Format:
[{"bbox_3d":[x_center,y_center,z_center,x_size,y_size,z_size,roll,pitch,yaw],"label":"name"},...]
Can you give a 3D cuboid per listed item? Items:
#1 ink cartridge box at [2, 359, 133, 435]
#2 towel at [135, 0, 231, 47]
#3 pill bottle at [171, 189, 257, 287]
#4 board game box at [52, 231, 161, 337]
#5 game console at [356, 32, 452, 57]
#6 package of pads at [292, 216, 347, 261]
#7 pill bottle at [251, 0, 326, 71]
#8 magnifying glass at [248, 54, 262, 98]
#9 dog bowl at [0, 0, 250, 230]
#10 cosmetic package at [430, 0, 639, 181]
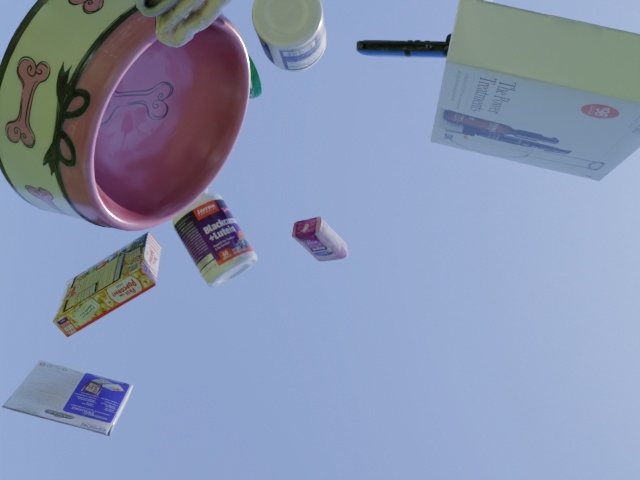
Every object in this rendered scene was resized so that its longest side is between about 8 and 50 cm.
[{"bbox_3d":[-0.502,0.324,1.624,0.208,0.206,0.045,-85,-168,-74],"label":"ink cartridge box"},{"bbox_3d":[-0.024,-0.310,0.642,0.332,0.053,0.317,-40,-152,9],"label":"towel"},{"bbox_3d":[-0.208,-0.020,1.507,0.108,0.108,0.193,-39,-102,36],"label":"pill bottle"},{"bbox_3d":[-0.387,0.078,1.489,0.193,0.045,0.147,-30,-153,10],"label":"board game box"},{"bbox_3d":[0.210,-0.415,1.466,0.250,0.293,0.173,4,-78,11],"label":"game console"},{"bbox_3d":[0.000,0.000,1.210,0.050,0.083,0.032,-12,-127,30],"label":"package of pads"},{"bbox_3d":[-0.039,-0.290,1.131,0.094,0.169,0.094,0,-93,2],"label":"pill bottle"},{"bbox_3d":[-0.175,-0.363,1.614,0.231,0.026,0.092,55,-19,36],"label":"magnifying glass"},{"bbox_3d":[-0.262,-0.193,1.189,0.150,0.408,0.408,29,-72,23],"label":"dog bowl"},{"bbox_3d":[0.310,-0.196,1.147,0.284,0.377,0.097,12,-97,7],"label":"cosmetic package"}]
